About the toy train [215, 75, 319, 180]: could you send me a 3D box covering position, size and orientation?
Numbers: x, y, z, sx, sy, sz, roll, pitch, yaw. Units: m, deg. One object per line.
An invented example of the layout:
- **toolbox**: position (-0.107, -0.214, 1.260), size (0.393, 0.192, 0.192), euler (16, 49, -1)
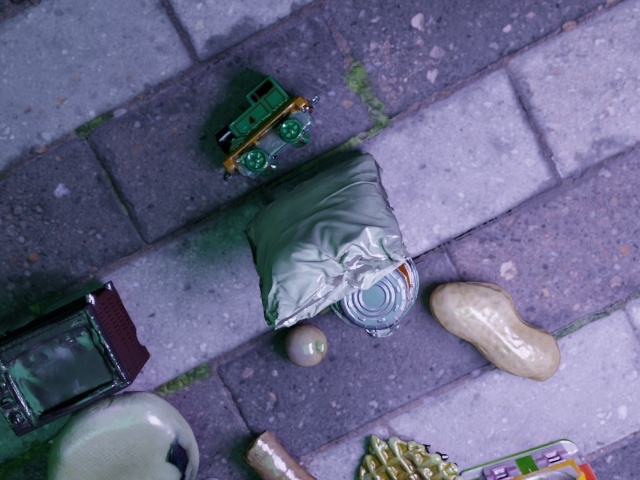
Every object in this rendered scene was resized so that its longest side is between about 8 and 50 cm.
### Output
- **toy train**: position (-0.102, -0.201, 1.434), size (0.227, 0.091, 0.136), euler (-38, 85, 8)

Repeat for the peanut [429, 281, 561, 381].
- **peanut**: position (0.327, 0.160, 1.465), size (0.274, 0.111, 0.125), euler (36, 82, -7)

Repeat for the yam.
- **yam**: position (-0.011, 0.511, 1.536), size (0.081, 0.081, 0.357), euler (-42, 93, 7)

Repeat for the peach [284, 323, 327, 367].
- **peach**: position (-0.028, 0.196, 1.492), size (0.083, 0.083, 0.083), euler (0, 98, 2)

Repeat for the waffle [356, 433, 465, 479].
- **waffle**: position (0.171, 0.481, 1.525), size (0.214, 0.054, 0.208), euler (12, 99, 16)

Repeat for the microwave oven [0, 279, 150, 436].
- **microwave oven**: position (-0.465, 0.212, 1.450), size (0.247, 0.188, 0.178), euler (-25, 96, 5)

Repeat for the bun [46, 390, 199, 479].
- **bun**: position (-0.368, 0.394, 1.489), size (0.283, 0.179, 0.283), euler (-5, 113, -13)

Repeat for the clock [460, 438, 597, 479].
- **clock**: position (0.395, 0.491, 1.403), size (0.235, 0.309, 0.166), euler (-19, 98, 4)

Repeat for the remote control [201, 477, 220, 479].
- **remote control**: position (-0.159, 0.568, 1.575), size (0.077, 0.022, 0.245), euler (-43, 95, 9)

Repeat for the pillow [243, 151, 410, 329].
- **pillow**: position (0.000, 0.000, 1.367), size (0.283, 0.310, 0.138), euler (-27, 127, 10)

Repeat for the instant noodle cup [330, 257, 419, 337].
- **instant noodle cup**: position (0.095, 0.089, 1.448), size (0.177, 0.125, 0.208), euler (-32, 96, 5)
